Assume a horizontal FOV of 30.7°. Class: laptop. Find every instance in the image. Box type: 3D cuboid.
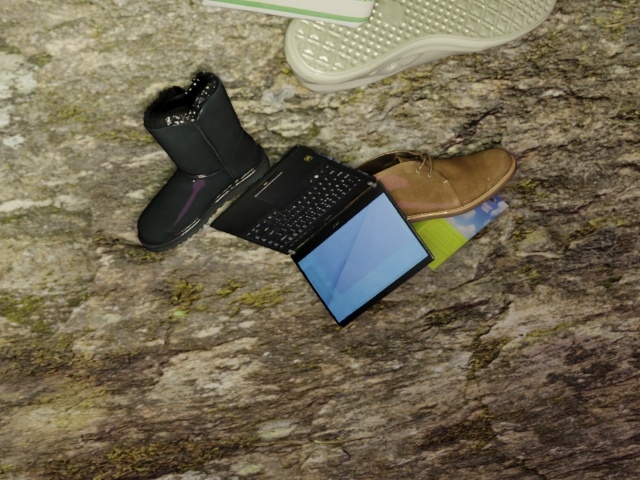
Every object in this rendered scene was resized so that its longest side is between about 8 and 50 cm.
[{"bbox_3d":[0.000,0.000,1.871,0.264,0.136,0.234,21,133,-36],"label":"laptop"}]

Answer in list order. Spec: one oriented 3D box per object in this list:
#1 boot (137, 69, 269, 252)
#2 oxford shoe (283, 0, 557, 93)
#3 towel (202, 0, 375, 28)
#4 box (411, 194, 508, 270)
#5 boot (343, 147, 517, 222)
[{"bbox_3d":[-0.214,-0.119,1.739,0.246,0.094,0.207,-37,137,-1],"label":"boot"},{"bbox_3d":[0.142,-0.327,1.718,0.449,0.169,0.130,-21,175,-18],"label":"oxford shoe"},{"bbox_3d":[-0.022,-0.434,1.495,0.248,0.038,0.325,9,128,-3],"label":"towel"},{"bbox_3d":[0.231,-0.036,2.051,0.178,0.042,0.109,-42,133,12],"label":"box"},{"bbox_3d":[0.180,-0.103,1.937,0.305,0.112,0.115,-20,123,-5],"label":"boot"}]
